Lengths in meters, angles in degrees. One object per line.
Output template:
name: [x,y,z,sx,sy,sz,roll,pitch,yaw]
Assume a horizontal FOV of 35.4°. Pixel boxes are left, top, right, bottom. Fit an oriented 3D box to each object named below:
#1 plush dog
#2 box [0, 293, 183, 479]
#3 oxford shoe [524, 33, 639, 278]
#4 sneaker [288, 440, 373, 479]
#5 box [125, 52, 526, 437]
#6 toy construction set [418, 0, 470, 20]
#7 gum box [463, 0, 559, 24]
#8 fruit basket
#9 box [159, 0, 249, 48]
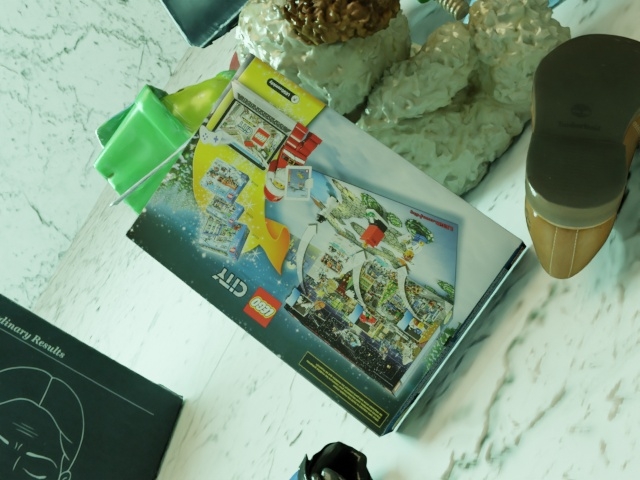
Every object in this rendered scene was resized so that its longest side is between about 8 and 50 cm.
plush dog: [0.031,-0.122,0.803,0.211,0.225,0.262,-61,19,-15]
box: [-0.364,0.284,1.018,0.212,0.293,0.396,-38,26,44]
oxford shoe: [0.164,-0.061,0.629,0.076,0.076,0.212,87,-155,-43]
sneaker: [-0.002,0.191,0.629,0.085,0.058,0.152,-55,10,32]
box: [0.000,0.000,0.694,0.159,0.233,0.044,-55,-15,5]
toy construction set: [0.089,-0.379,0.751,0.257,0.237,0.309,-44,-19,2]
gum box: [0.216,-0.275,0.889,0.184,0.041,0.157,-33,29,51]
fruit basket: [-0.100,-0.172,1.169,0.353,0.165,0.327,-47,7,3]
box: [-0.044,-0.549,1.080,0.471,0.480,0.297,-39,8,-33]
